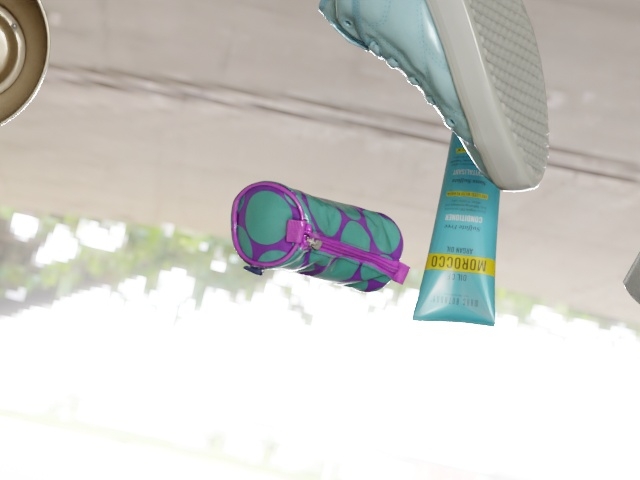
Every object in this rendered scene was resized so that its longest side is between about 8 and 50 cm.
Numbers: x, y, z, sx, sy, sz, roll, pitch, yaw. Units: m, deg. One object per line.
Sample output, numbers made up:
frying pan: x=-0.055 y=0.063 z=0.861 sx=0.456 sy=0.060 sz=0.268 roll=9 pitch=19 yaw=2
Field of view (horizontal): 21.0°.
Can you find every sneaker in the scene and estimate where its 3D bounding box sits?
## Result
sneaker: x=0.086 y=-0.202 z=1.548 sx=0.150 sy=0.366 sz=0.135 roll=-16 pitch=15 yaw=34

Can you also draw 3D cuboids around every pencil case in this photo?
pencil case: x=0.000 y=0.000 z=1.245 sx=0.070 sy=0.064 sz=0.152 roll=27 pitch=7 yaw=33

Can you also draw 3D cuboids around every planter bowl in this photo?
planter bowl: x=-0.312 y=-0.171 z=1.516 sx=0.162 sy=0.162 sz=0.109 roll=13 pitch=2 yaw=-3

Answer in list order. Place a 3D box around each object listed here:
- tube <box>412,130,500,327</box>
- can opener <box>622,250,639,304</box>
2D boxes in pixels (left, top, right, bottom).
tube: x=0.143 y=-0.016 z=1.691 sx=0.080 sy=0.207 sz=0.052 roll=3 pitch=-19 yaw=18
can opener: x=0.397 y=-0.053 z=1.752 sx=0.076 sy=0.283 sz=0.095 roll=26 pitch=16 yaw=-3
